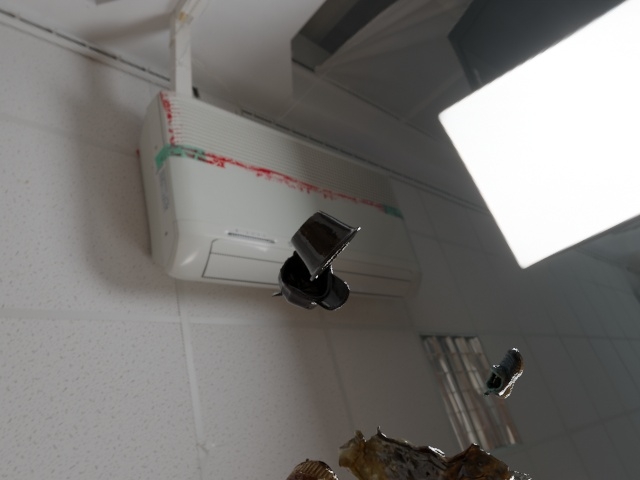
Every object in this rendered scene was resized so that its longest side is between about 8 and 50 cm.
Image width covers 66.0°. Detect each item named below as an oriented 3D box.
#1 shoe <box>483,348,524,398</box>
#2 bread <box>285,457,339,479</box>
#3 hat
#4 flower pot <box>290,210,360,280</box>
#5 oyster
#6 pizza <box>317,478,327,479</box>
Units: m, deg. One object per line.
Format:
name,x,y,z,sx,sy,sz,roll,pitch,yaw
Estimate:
shoe,0.467,0.339,1.263,0.071,0.143,0.064,10,-158,-26
bread,-0.024,0.802,1.545,0.199,0.199,0.104,58,-156,7
hat,-0.043,0.207,1.899,0.237,0.209,0.336,-9,-142,-31
flower pot,0.000,0.000,1.597,0.148,0.235,0.235,43,-146,5
oyster,0.198,0.399,0.851,0.275,0.271,0.101,30,-133,-16
pizza,0.037,0.489,0.883,0.134,0.046,0.175,53,170,26
